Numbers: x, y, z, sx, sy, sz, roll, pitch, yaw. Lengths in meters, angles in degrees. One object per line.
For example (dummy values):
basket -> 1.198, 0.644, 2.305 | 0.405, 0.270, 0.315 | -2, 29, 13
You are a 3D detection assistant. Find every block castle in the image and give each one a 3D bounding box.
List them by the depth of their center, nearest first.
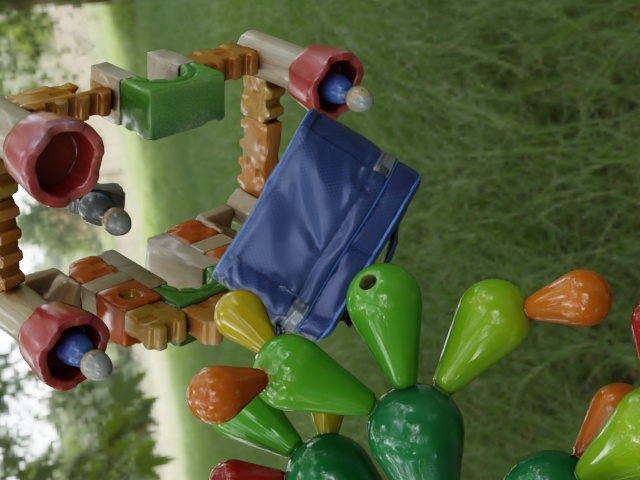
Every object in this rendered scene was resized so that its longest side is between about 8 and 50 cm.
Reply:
block castle -> -0.148, -0.044, 1.145 | 0.213, 0.453, 0.303 | 27, 125, 35

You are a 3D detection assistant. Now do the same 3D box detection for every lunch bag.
lunch bag -> 0.000, 0.000, 0.457 | 0.098, 0.065, 0.067 | -60, 1, -2

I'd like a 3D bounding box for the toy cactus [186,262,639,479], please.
toy cactus -> 0.041, 0.098, 0.389 | 0.112, 0.219, 0.180 | -26, -75, -59
